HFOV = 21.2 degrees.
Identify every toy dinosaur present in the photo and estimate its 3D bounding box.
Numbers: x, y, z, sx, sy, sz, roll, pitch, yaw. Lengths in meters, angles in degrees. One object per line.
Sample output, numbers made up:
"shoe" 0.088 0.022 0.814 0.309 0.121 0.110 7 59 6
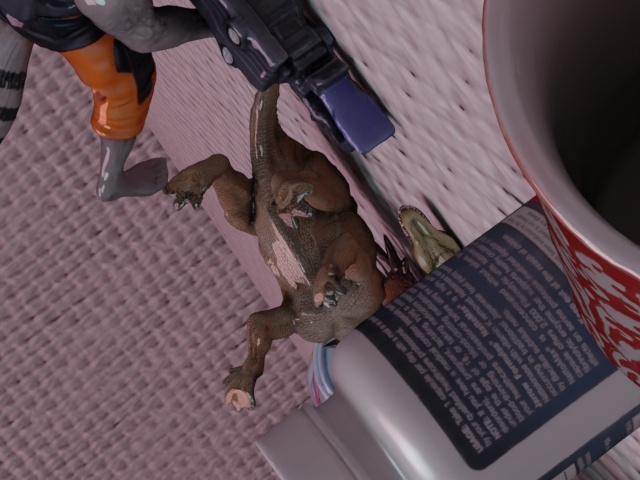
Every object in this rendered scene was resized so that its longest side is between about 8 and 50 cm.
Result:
"toy dinosaur" 0.095 0.099 1.033 0.118 0.064 0.268 113 151 -76
"toy dinosaur" 0.000 0.000 1.267 0.200 0.127 0.295 -26 -83 -61

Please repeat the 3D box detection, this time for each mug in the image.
"mug" 0.105 -0.035 0.388 0.113 0.150 0.169 14 167 14

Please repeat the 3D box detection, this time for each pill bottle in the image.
"pill bottle" 0.067 0.065 0.735 0.108 0.180 0.108 53 174 9

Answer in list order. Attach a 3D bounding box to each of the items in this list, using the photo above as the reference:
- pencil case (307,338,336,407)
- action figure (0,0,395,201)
"pencil case" 0.045 0.108 1.483 0.273 0.113 0.124 97 155 -81
"action figure" -0.129 -0.131 1.049 0.341 0.178 0.330 48 149 12
